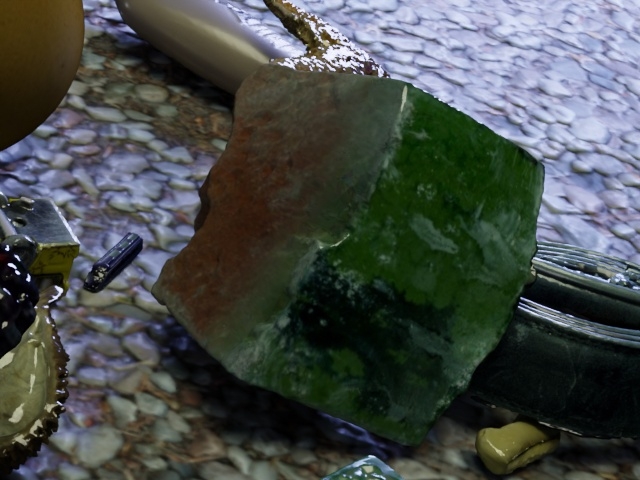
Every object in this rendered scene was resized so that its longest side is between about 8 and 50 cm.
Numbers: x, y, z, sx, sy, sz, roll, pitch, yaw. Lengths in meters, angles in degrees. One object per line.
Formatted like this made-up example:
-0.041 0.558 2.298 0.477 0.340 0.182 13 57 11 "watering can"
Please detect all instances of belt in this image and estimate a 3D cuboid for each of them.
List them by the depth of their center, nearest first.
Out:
0.200 0.072 1.621 0.267 0.116 0.206 10 21 -17 "belt"

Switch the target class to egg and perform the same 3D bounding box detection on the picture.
-0.356 -0.196 1.654 0.322 0.250 0.250 19 30 11 "egg"

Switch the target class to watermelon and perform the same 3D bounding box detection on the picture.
-0.001 -0.003 1.535 0.302 0.264 0.151 23 -9 32 "watermelon"

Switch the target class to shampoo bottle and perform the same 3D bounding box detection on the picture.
-0.116 -0.208 1.960 0.257 0.078 0.127 31 22 21 "shampoo bottle"

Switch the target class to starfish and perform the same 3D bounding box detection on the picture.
0.041 -0.141 1.831 0.299 0.060 0.302 30 22 -40 "starfish"

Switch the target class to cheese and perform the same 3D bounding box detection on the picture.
0.155 0.158 1.550 0.044 0.030 0.083 37 33 31 "cheese"

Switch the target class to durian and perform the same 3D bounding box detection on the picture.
-0.237 0.100 1.383 0.148 0.091 0.188 26 54 13 "durian"

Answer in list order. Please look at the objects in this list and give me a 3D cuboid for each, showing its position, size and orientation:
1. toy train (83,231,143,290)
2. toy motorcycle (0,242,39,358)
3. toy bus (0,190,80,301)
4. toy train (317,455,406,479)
-0.172 0.018 1.628 0.017 0.017 0.083 23 31 12 "toy train"
-0.329 0.151 1.187 0.232 0.172 0.416 -7 39 28 "toy motorcycle"
-0.303 0.012 1.516 0.226 0.074 0.081 -5 36 -32 "toy bus"
0.041 0.275 1.136 0.266 0.202 0.145 37 34 26 "toy train"
